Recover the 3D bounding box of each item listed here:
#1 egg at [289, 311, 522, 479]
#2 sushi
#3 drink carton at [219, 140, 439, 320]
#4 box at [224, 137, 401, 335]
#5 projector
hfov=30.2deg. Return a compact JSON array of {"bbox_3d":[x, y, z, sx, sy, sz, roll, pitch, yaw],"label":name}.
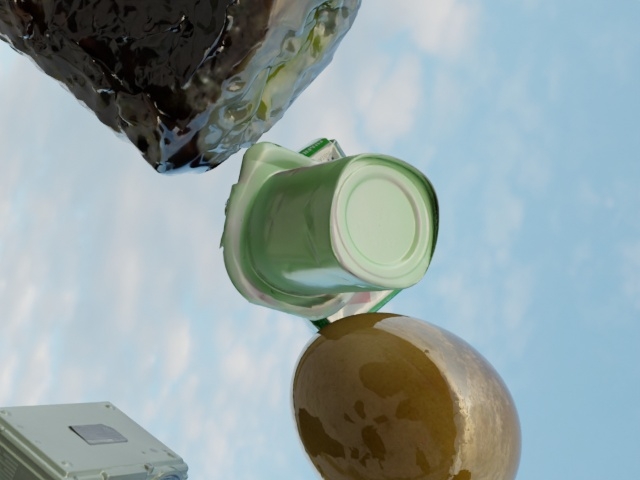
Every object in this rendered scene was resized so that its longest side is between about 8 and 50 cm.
[{"bbox_3d":[0.097,0.217,1.442,0.322,0.250,0.250,41,-68,40],"label":"egg"},{"bbox_3d":[-0.147,-0.239,1.206,0.299,0.294,0.281,-51,173,-10],"label":"sushi"},{"bbox_3d":[0.015,-0.009,1.005,0.142,0.146,0.144,-4,-109,57],"label":"drink carton"},{"bbox_3d":[0.000,0.000,1.639,0.180,0.250,0.103,-38,-169,-20],"label":"box"},{"bbox_3d":[-0.316,0.292,1.548,0.192,0.257,0.099,32,-79,30],"label":"projector"}]
